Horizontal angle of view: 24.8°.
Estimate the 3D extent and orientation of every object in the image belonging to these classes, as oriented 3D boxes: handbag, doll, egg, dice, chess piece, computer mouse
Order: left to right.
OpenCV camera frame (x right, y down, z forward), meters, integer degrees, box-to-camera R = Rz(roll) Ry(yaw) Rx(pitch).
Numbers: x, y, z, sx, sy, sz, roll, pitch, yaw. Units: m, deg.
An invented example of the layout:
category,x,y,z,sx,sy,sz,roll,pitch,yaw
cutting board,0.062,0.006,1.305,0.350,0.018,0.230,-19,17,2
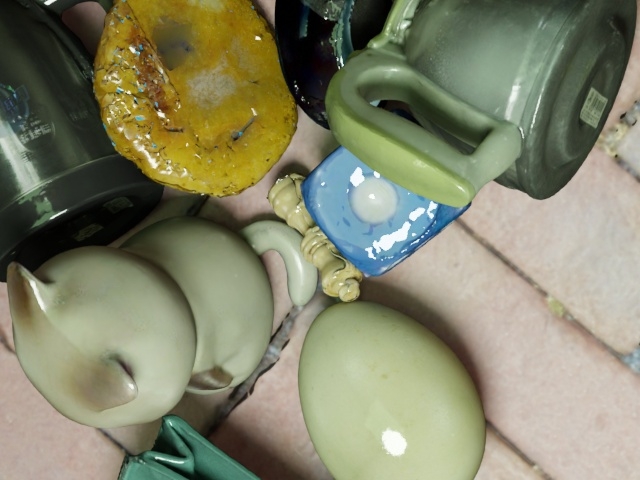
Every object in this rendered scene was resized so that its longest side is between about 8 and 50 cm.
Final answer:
category,x,y,z,sx,sy,sz,roll,pitch,yaw
doll,-0.191,0.088,1.612,0.215,0.370,0.226,51,125,10
handbag,-0.106,0.340,1.666,0.274,0.100,0.269,30,140,9
chess piece,-0.001,0.000,1.635,0.060,0.060,0.172,-44,53,16
computer mouse,0.011,-0.238,1.609,0.137,0.096,0.233,-6,86,38
dice,0.074,-0.054,1.599,0.146,0.146,0.143,-39,85,16
egg,0.074,0.181,1.597,0.188,0.188,0.254,-39,76,17

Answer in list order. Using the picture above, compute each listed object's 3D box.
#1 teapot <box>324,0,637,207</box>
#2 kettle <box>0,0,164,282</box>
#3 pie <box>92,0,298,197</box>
category,x,y,z,sx,sy,sz,roll,pitch,yaw
teapot,0.160,-0.155,1.503,0.239,0.239,0.322,24,73,25
kettle,-0.318,-0.166,1.686,0.321,0.228,0.324,-31,80,8
pie,-0.139,-0.180,1.620,0.069,0.273,0.273,-21,88,55
